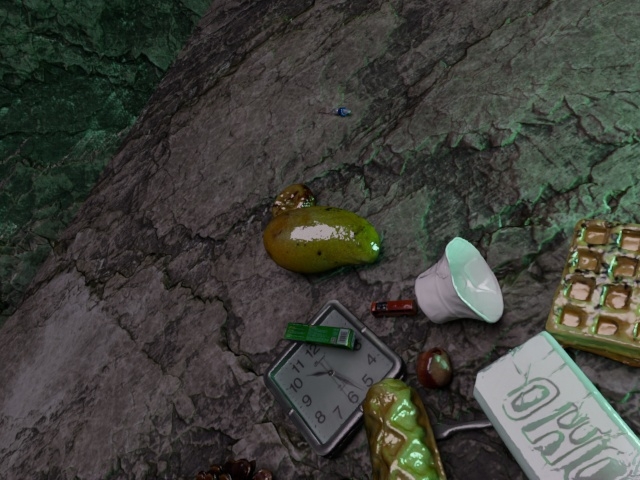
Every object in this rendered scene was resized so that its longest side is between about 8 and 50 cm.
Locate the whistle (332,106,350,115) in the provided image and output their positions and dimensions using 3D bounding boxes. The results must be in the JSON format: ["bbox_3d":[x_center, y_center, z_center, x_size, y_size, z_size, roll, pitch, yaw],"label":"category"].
[{"bbox_3d":[0.074,-0.443,1.567,0.033,0.029,0.083,-42,37,-20],"label":"whistle"}]

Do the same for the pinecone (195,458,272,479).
[{"bbox_3d":[-0.198,0.565,0.930,0.221,0.221,0.222,-17,52,23],"label":"pinecone"}]

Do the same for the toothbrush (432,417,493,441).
[{"bbox_3d":[0.346,0.332,0.848,0.297,0.031,0.030,-21,43,19],"label":"toothbrush"}]

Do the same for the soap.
[{"bbox_3d":[0.396,0.318,0.748,0.172,0.095,0.290,-36,55,10],"label":"soap"}]

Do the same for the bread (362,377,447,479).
[{"bbox_3d":[0.152,0.390,0.851,0.129,0.152,0.268,-11,49,2],"label":"bread"}]

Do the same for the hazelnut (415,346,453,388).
[{"bbox_3d":[0.232,0.262,0.944,0.086,0.086,0.087,-17,52,23],"label":"hazelnut"}]

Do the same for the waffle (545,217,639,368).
[{"bbox_3d":[0.606,0.110,0.774,0.376,0.114,0.261,11,69,38],"label":"waffle"}]

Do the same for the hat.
[{"bbox_3d":[0.281,0.103,0.969,0.126,0.203,0.203,-37,42,38],"label":"hat"}]

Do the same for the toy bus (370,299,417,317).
[{"bbox_3d":[0.171,0.159,1.073,0.110,0.043,0.031,-9,56,29],"label":"toy bus"}]

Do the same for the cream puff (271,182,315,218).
[{"bbox_3d":[-0.078,-0.099,1.392,0.148,0.084,0.149,-21,49,26],"label":"cream puff"}]

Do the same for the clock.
[{"bbox_3d":[0.026,0.309,1.062,0.273,0.049,0.279,-47,46,-4],"label":"clock"}]

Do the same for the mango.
[{"bbox_3d":[-0.003,-0.008,1.228,0.329,0.175,0.177,-9,100,29],"label":"mango"}]

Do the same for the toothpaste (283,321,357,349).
[{"bbox_3d":[-0.002,0.224,1.081,0.178,0.037,0.043,-1,62,33],"label":"toothpaste"}]
